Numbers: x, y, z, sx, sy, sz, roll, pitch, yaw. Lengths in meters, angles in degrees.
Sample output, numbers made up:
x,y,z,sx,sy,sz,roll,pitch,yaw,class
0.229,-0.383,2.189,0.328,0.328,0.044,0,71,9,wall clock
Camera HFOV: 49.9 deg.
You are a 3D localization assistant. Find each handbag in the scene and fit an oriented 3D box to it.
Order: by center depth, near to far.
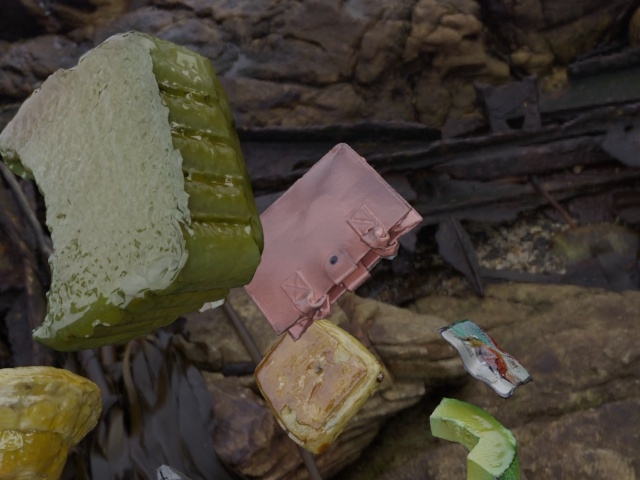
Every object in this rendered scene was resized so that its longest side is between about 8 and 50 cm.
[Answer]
x,y,z,sx,sy,sz,roll,pitch,yaw,class
0.000,0.000,0.825,0.212,0.059,0.157,-44,53,6,handbag

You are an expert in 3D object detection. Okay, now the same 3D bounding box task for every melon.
x,y,z,sx,sy,sz,roll,pitch,yaw,class
0.244,0.319,1.074,0.118,0.064,0.209,-12,26,-26,melon

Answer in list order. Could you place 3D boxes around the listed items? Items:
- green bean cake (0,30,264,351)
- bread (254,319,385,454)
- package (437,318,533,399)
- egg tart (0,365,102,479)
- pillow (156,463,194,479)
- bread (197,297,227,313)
x,y,z,sx,sy,sz,roll,pitch,yaw,class
-0.173,-0.037,0.622,0.233,0.124,0.236,-24,75,32,green bean cake
-0.015,0.251,1.277,0.210,0.099,0.235,-48,42,-4,bread
0.297,0.200,1.217,0.166,0.232,0.040,46,109,22,package
-0.434,0.272,0.883,0.319,0.319,0.128,-21,61,-1,egg tart
-0.125,0.485,1.089,0.101,0.326,0.228,-54,34,-6,pillow
-0.141,0.022,0.774,0.043,0.062,0.109,-20,58,-8,bread
